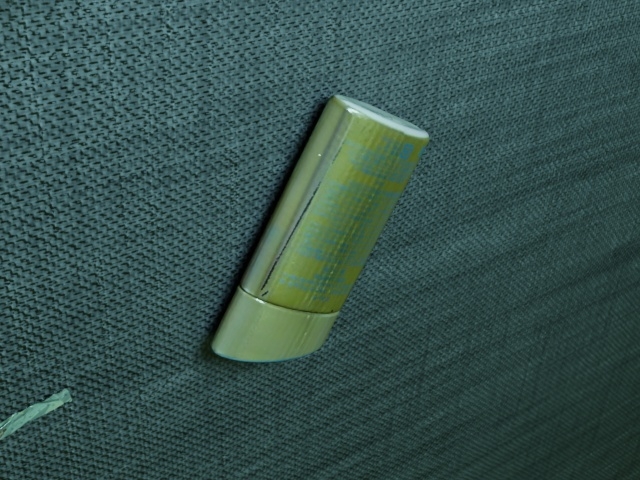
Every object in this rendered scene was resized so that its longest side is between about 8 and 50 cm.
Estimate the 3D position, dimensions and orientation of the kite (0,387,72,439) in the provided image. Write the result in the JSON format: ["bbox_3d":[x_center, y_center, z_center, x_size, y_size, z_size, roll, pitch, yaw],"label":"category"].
[{"bbox_3d":[-0.339,0.204,0.800,0.250,0.012,0.229,-34,137,-19],"label":"kite"}]

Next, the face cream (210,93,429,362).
[{"bbox_3d":[0.000,0.000,0.900,0.139,0.067,0.285,13,109,-44],"label":"face cream"}]
